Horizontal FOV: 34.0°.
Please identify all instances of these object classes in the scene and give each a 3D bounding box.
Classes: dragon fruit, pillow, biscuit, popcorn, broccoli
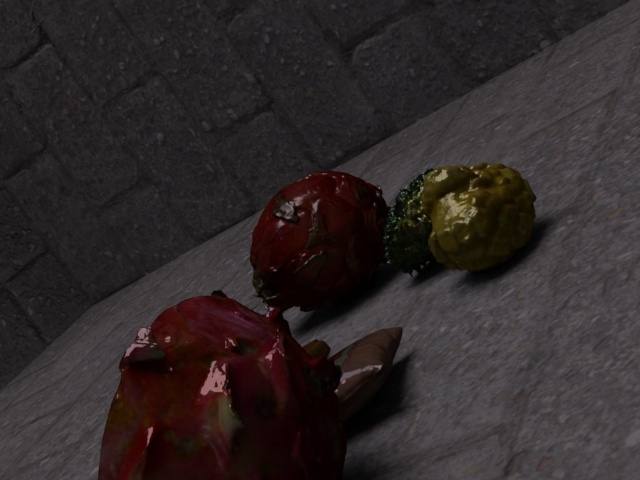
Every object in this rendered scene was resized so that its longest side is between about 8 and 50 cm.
[{"bbox_3d":[0.000,0.000,2.184,0.342,0.277,0.277,-24,9,-12],"label":"dragon fruit"},{"bbox_3d":[0.030,0.226,1.606,0.223,0.084,0.236,-39,6,16],"label":"pillow"},{"bbox_3d":[-0.098,0.253,1.315,0.249,0.386,0.371,10,60,21],"label":"dragon fruit"},{"bbox_3d":[-0.060,0.240,1.842,0.186,0.044,0.295,-38,-1,-2],"label":"biscuit"},{"bbox_3d":[0.267,-0.054,1.824,0.226,0.203,0.200,-42,8,-11],"label":"popcorn"},{"bbox_3d":[0.226,-0.027,1.992,0.194,0.220,0.194,7,9,-1],"label":"broccoli"}]
